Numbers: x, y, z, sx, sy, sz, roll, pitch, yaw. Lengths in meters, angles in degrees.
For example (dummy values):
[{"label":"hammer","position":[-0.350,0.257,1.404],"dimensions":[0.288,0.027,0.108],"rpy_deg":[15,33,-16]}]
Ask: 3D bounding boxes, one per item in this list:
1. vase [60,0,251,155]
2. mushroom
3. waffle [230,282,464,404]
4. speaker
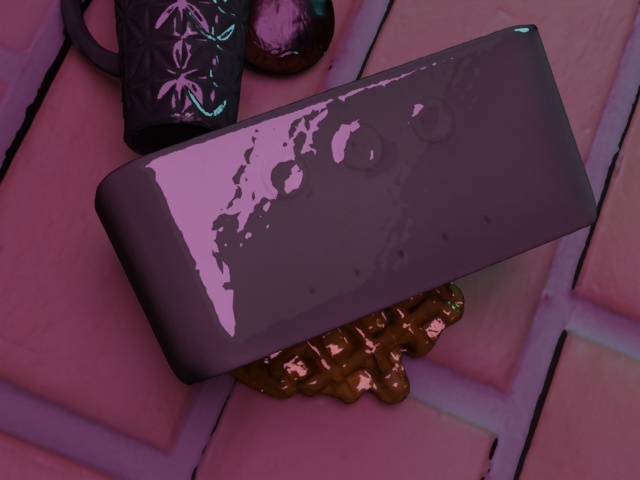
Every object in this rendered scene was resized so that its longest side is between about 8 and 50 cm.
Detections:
[{"label":"vase","position":[-0.141,-0.227,1.165],"dimensions":[0.251,0.156,0.300],"rpy_deg":[-10,69,23]},{"label":"mushroom","position":[-0.042,-0.227,1.239],"dimensions":[0.123,0.052,0.123],"rpy_deg":[1,74,-5]},{"label":"waffle","position":[0.001,-0.001,1.175],"dimensions":[0.307,0.060,0.312],"rpy_deg":[23,72,-4]},{"label":"speaker","position":[0.027,-0.028,1.066],"dimensions":[0.406,0.183,0.184],"rpy_deg":[-21,86,-14]}]
